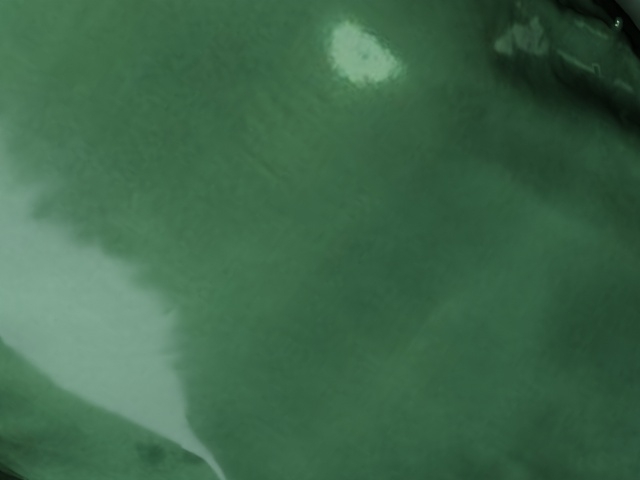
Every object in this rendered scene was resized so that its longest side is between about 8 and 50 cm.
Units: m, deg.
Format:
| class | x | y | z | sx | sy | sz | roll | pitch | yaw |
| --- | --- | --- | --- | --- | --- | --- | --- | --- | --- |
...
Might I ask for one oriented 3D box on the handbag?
| class | x | y | z | sx | sy | sz | roll | pitch | yaw |
| --- | --- | --- | --- | --- | --- | --- | --- | --- | --- |
| handbag | 0.002 | 0.002 | 0.361 | 0.332 | 0.075 | 0.191 | 42 | 89 | -18 |
